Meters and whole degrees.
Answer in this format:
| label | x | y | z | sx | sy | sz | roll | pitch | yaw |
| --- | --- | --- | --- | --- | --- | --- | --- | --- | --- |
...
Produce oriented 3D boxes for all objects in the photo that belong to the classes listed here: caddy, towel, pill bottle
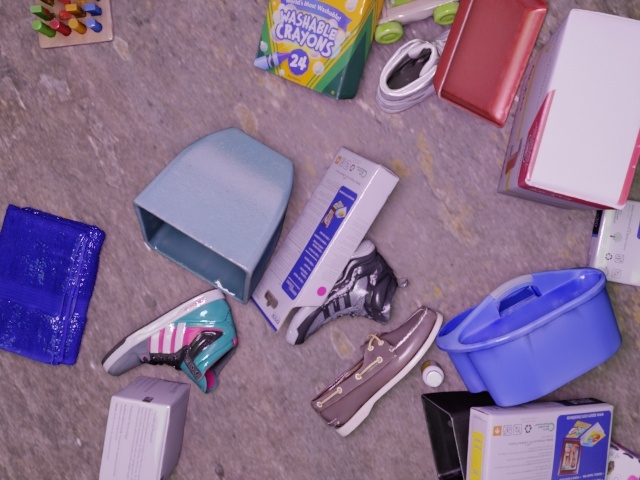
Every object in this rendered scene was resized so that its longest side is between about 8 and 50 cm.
| label | x | y | z | sx | sy | sz | roll | pitch | yaw |
| --- | --- | --- | --- | --- | --- | --- | --- | --- | --- |
| caddy | 0.384 | 0.156 | 1.287 | 0.341 | 0.241 | 0.179 | -25 | 96 | -13 |
| towel | -0.598 | 0.096 | 1.463 | 0.227 | 0.076 | 0.308 | 15 | 94 | 3 |
| pill bottle | 0.227 | 0.271 | 1.397 | 0.043 | 0.083 | 0.044 | 0 | 92 | 5 |

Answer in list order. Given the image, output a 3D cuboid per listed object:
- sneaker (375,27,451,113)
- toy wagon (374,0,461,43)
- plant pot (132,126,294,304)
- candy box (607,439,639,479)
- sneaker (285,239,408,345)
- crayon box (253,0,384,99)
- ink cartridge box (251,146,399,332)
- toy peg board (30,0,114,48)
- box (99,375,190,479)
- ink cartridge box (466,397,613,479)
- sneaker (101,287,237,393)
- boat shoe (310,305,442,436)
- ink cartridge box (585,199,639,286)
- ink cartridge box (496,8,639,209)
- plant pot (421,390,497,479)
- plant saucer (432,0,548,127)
| label | x | y | z | sx | sy | sz | roll | pitch | yaw |
| --- | --- | --- | --- | --- | --- | --- | --- | --- | --- |
| sneaker | 0.238 | -0.352 | 1.328 | 0.292 | 0.169 | 0.108 | -35 | 87 | 3 |
| toy wagon | 0.204 | -0.540 | 1.330 | 0.344 | 0.068 | 0.267 | -13 | 80 | 17 |
| plant pot | -0.177 | -0.066 | 1.341 | 0.247 | 0.248 | 0.252 | 32 | 70 | 3 |
| candy box | 0.566 | 0.486 | 1.384 | 0.196 | 0.070 | 0.165 | 29 | 94 | 3 |
| sneaker | 0.057 | 0.139 | 1.395 | 0.153 | 0.101 | 0.269 | 41 | 92 | 5 |
| crayon box | 0.010 | -0.456 | 1.310 | 0.203 | 0.083 | 0.323 | 26 | 113 | 22 |
| ink cartridge box | 0.000 | 0.000 | 1.358 | 0.069 | 0.176 | 0.371 | 31 | 94 | -30 |
| toy peg board | -0.526 | -0.494 | 1.430 | 0.160 | 0.079 | 0.161 | -5 | 92 | 5 |
| box | -0.352 | 0.389 | 1.401 | 0.119 | 0.181 | 0.182 | 10 | 92 | 2 |
| ink cartridge box | 0.399 | 0.452 | 1.262 | 0.303 | 0.072 | 0.307 | 3 | 94 | -28 |
| sneaker | -0.292 | 0.246 | 1.422 | 0.295 | 0.124 | 0.178 | -32 | 77 | 4 |
| boat shoe | 0.113 | 0.249 | 1.393 | 0.096 | 0.116 | 0.324 | 40 | 101 | -1 |
| ink cartridge box | 0.707 | 0.021 | 1.357 | 0.332 | 0.065 | 0.166 | 11 | 93 | 6 |
| ink cartridge box | 0.437 | -0.203 | 1.211 | 0.160 | 0.384 | 0.279 | 14 | 94 | 7 |
| plant pot | 0.319 | 0.390 | 1.355 | 0.166 | 0.187 | 0.188 | -13 | 91 | -9 |
| plant saucer | 0.314 | -0.366 | 1.300 | 0.047 | 0.258 | 0.259 | 25 | 101 | 40 |
